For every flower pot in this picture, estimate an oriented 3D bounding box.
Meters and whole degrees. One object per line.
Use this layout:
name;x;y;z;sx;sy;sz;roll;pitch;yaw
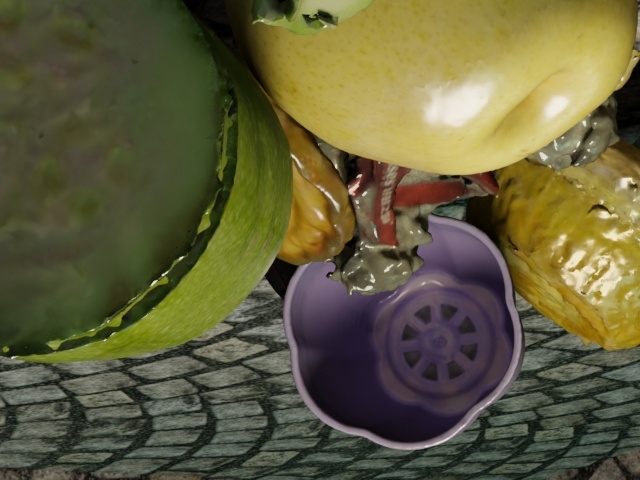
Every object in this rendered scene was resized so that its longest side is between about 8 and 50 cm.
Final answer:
flower pot;0.119;0.104;1.900;0.265;0.265;0.243;-13;169;16

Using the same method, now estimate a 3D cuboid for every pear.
pear;0.086;-0.196;1.299;0.309;0.309;0.309;-6;161;-2

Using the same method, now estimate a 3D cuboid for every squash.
squash;-0.162;-0.048;1.115;0.263;0.263;0.384;-8;177;3

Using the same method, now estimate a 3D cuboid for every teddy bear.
teddy bear;0.057;-0.135;1.629;0.357;0.224;0.367;-33;149;23

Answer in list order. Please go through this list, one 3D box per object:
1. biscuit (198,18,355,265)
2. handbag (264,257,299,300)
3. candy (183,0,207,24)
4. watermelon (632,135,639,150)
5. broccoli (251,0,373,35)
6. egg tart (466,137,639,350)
biscuit;-0.122;-0.098;1.601;0.335;0.078;0.329;5;141;45
handbag;0.000;0.000;2.028;0.155;0.169;0.215;-43;150;9
candy;-0.139;-0.229;1.528;0.043;0.045;0.175;21;176;28
watermelon;0.539;-0.064;1.913;0.387;0.258;0.228;-10;159;18
broccoli;-0.007;-0.295;1.053;0.375;0.302;0.249;-30;-178;35
egg tart;0.296;0.000;1.907;0.388;0.169;0.388;36;170;7
